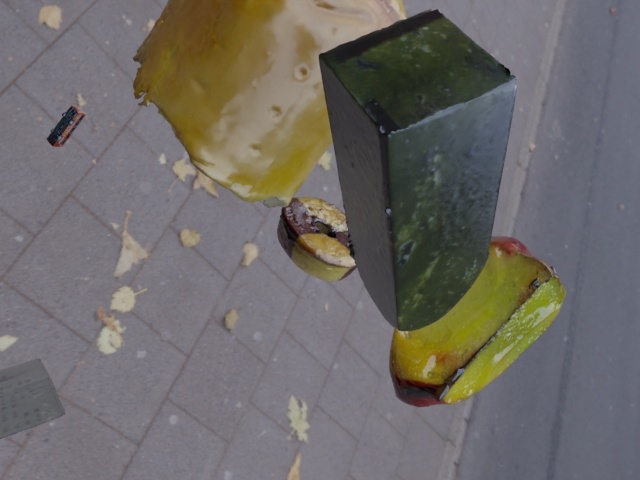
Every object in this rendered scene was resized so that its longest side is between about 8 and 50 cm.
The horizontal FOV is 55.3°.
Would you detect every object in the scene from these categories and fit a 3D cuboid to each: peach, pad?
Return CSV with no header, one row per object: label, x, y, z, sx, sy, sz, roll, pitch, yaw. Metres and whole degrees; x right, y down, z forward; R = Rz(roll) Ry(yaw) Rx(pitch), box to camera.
peach,0.205,0.115,0.849,0.154,0.159,0.267,22,109,-44
pad,-0.278,0.124,0.439,0.159,0.265,0.009,-15,95,-28

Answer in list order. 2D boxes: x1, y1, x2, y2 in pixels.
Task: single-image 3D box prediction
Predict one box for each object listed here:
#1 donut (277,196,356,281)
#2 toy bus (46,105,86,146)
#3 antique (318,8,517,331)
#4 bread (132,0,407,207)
donut,0.000,0.000,1.119,0.184,0.073,0.166,44,37,18
toy bus,-0.611,-0.273,1.470,0.031,0.110,0.043,46,15,10
antique,0.062,-0.027,0.407,0.080,0.081,0.221,-24,143,-9
bread,-0.083,-0.293,0.839,0.250,0.394,0.361,20,29,-36
